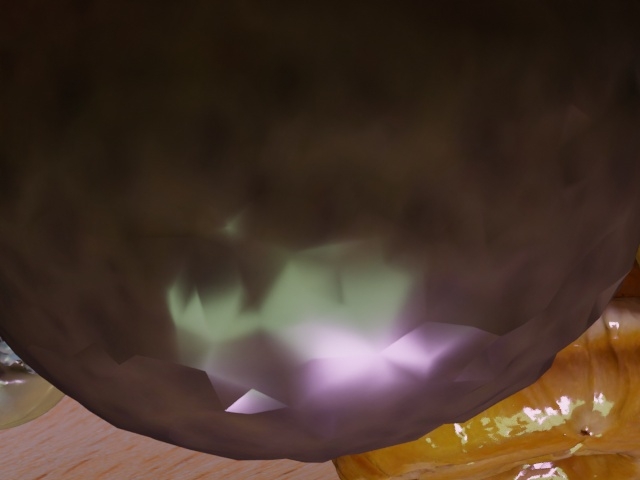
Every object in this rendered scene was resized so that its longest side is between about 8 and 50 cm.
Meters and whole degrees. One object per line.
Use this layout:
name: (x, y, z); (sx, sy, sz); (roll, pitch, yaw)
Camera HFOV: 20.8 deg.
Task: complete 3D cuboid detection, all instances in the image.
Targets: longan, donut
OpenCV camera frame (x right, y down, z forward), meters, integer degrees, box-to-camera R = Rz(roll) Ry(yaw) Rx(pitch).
longan: (-0.019, -0.070, 0.889); (0.391, 0.391, 0.391); (-6, 158, -3)
donut: (0.199, 0.151, 1.728); (0.449, 0.198, 0.449); (-8, 159, -3)

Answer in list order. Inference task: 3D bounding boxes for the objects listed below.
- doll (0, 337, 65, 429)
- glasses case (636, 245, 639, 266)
doll: (-0.255, 0.060, 1.414); (0.177, 0.161, 0.260); (27, 142, -22)
glasses case: (0.290, -0.019, 1.183); (0.141, 0.173, 0.371); (-23, 167, 19)
